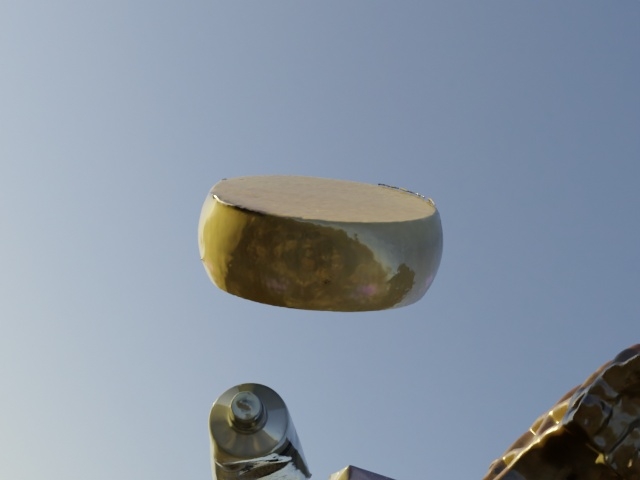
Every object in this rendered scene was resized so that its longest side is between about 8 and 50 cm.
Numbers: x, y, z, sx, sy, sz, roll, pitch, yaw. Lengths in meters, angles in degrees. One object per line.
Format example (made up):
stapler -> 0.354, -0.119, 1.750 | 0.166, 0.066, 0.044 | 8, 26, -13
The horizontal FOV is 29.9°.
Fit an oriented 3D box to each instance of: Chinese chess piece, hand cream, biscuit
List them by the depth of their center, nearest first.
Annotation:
biscuit -> 0.214, 0.258, 1.151 | 0.115, 0.366, 0.268 | 46, -28, 6
Chinese chess piece -> 0.000, 0.000, 1.227 | 0.251, 0.251, 0.097 | 16, -73, 43
hand cream -> -0.070, 0.229, 1.294 | 0.341, 0.124, 0.078 | 91, -21, -65

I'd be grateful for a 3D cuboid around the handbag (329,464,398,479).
handbag -> 0.058, 0.375, 1.476 | 0.117, 0.173, 0.095 | 21, -38, -20
